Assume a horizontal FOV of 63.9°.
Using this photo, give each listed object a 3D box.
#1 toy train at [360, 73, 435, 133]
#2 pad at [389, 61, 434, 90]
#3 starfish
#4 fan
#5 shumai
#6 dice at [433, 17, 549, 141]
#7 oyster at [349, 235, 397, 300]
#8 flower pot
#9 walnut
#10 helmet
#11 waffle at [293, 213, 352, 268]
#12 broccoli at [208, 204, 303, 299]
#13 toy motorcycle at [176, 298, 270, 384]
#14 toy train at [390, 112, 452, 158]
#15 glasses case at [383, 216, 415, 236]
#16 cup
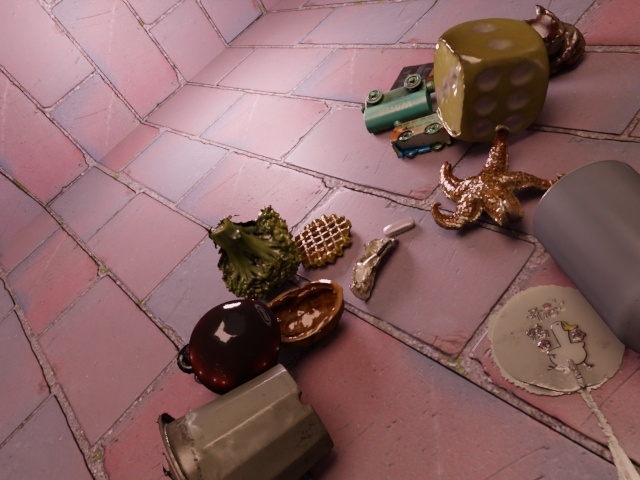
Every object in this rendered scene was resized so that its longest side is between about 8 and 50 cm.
[{"bbox_3d":[0.243,-0.421,1.619,0.248,0.101,0.159,-12,60,27],"label":"toy train"},{"bbox_3d":[0.349,-0.564,1.748,0.211,0.003,0.143,5,53,38],"label":"pad"},{"bbox_3d":[0.399,-0.136,1.194,0.312,0.113,0.303,-2,50,38],"label":"starfish"},{"bbox_3d":[0.433,0.227,0.867,0.233,0.012,0.414,-26,39,13],"label":"fan"},{"bbox_3d":[0.597,-0.565,1.422,0.184,0.185,0.218,-41,39,-8],"label":"shumai"},{"bbox_3d":[0.424,-0.407,1.304,0.227,0.238,0.233,-8,45,0],"label":"dice"},{"bbox_3d":[0.125,0.058,1.249,0.200,0.061,0.106,-47,22,-18],"label":"oyster"},{"bbox_3d":[-0.128,0.381,0.952,0.259,0.290,0.290,-32,37,-16],"label":"flower pot"},{"bbox_3d":[-0.030,0.184,1.189,0.211,0.087,0.167,-24,35,1],"label":"walnut"},{"bbox_3d":[-0.181,0.228,1.091,0.216,0.193,0.189,-48,59,16],"label":"helmet"},{"bbox_3d":[0.005,-0.002,1.394,0.191,0.038,0.191,-20,40,18],"label":"waffle"},{"bbox_3d":[-0.154,0.043,1.318,0.180,0.273,0.242,39,89,22],"label":"broccoli"},{"bbox_3d":[-0.223,0.253,1.245,0.270,0.106,0.159,-33,39,-5],"label":"toy motorcycle"},{"bbox_3d":[0.295,-0.300,1.465,0.188,0.072,0.099,-12,37,26],"label":"toy train"},{"bbox_3d":[0.199,-0.035,1.299,0.083,0.021,0.032,-24,42,13],"label":"glasses case"},{"bbox_3d":[0.520,0.031,0.854,0.205,0.205,0.312,-27,40,11],"label":"cup"}]
